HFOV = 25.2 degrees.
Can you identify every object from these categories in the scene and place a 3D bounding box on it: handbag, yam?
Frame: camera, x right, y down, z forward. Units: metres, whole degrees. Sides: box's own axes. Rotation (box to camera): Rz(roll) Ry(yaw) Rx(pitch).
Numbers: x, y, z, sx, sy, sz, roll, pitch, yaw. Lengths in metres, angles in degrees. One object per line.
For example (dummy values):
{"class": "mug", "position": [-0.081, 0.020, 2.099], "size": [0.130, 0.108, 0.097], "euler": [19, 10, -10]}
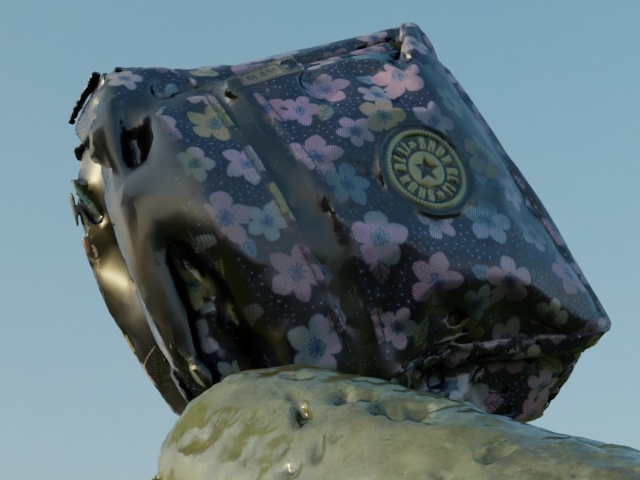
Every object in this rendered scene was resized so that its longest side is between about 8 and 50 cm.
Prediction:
{"class": "handbag", "position": [0.000, 0.000, 0.665], "size": [0.208, 0.228, 0.127], "euler": [-16, -19, -32]}
{"class": "yam", "position": [0.035, 0.078, 0.350], "size": [0.078, 0.078, 0.179], "euler": [19, -6, -39]}
